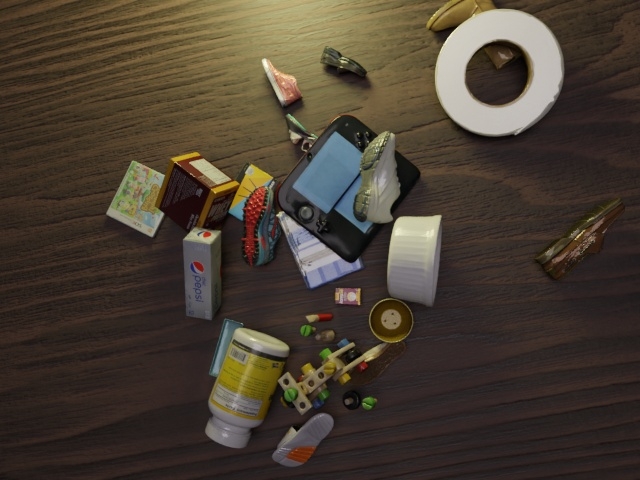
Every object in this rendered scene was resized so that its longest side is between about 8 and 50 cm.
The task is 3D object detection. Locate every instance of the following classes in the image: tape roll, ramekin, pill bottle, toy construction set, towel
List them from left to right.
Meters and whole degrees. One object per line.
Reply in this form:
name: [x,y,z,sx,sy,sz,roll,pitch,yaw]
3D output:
pill bottle: [-0.236,0.460,1.735,0.188,0.188,0.334,20,88,9]
toy construction set: [-0.013,0.379,1.668,0.257,0.237,0.308,-19,76,27]
towel: [0.000,0.000,1.830,0.209,0.034,0.285,-23,84,2]
ramekin: [0.287,0.056,1.673,0.135,0.277,0.277,6,85,15]
tape roll: [0.557,-0.519,1.746,0.392,0.072,0.392,2,98,11]

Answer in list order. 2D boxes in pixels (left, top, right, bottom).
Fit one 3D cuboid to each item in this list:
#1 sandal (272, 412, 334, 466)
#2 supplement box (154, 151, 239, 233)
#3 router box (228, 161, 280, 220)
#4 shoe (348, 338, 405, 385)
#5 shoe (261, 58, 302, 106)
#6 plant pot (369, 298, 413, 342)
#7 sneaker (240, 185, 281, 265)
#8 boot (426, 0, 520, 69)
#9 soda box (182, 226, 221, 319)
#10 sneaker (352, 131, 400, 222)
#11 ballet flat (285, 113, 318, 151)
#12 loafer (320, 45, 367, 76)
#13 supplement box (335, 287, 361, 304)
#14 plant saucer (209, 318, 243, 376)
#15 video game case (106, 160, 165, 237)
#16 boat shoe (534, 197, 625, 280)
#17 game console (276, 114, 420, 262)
sandal: [-0.047,0.613,1.743,0.102,0.076,0.265,35,112,-16]
supplement box: [-0.401,-0.146,1.800,0.194,0.129,0.191,36,121,13]
router box: [-0.238,-0.155,1.866,0.133,0.046,0.179,32,90,9]
shoe: [0.177,0.383,1.763,0.219,0.058,0.076,-36,101,6]
shoe: [-0.130,-0.549,1.887,0.081,0.063,0.178,-26,87,3]
plant pot: [0.222,0.250,1.745,0.134,0.095,0.134,-1,84,6]
sneaker: [-0.188,-0.048,1.818,0.104,0.125,0.261,12,95,36]
boot: [0.514,-0.672,1.806,0.236,0.089,0.269,-34,84,7]
soda box: [-0.373,0.106,1.766,0.091,0.098,0.286,9,117,8]
sneaker: [0.191,-0.193,1.741,0.129,0.111,0.297,13,89,-27]
ballet flat: [-0.053,-0.340,1.852,0.203,0.074,0.074,38,90,7]
loafer: [0.078,-0.590,1.871,0.170,0.062,0.061,34,111,12]
supplement box: [0.090,0.181,1.795,0.083,0.043,0.055,0,86,8]
plant saucer: [-0.312,0.360,1.840,0.067,0.018,0.192,15,87,8]
video game case: [-0.615,-0.144,1.923,0.193,0.023,0.212,25,88,9]
boat shoe: [0.811,-0.002,1.700,0.307,0.111,0.104,-41,85,12]
game console: [0.085,-0.174,1.785,0.342,0.060,0.386,38,86,0]
